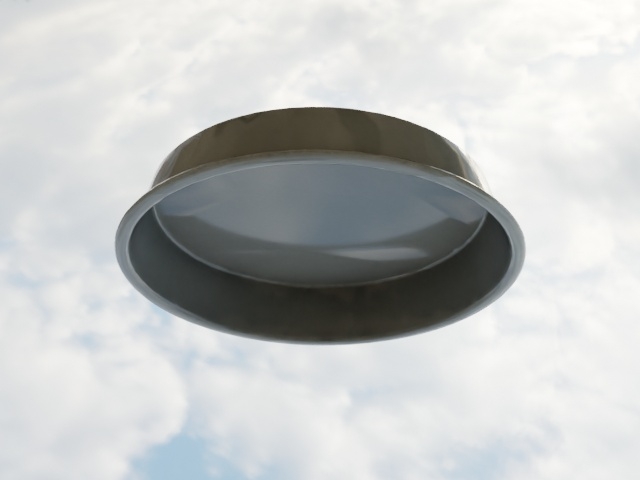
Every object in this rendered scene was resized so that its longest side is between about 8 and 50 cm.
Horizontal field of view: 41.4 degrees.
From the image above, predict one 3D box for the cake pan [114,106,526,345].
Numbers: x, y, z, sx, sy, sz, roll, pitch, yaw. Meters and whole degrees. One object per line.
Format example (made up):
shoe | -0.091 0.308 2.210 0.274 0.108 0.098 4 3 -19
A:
cake pan | 0.000 0.000 0.626 0.293 0.293 0.054 -6 -120 12
